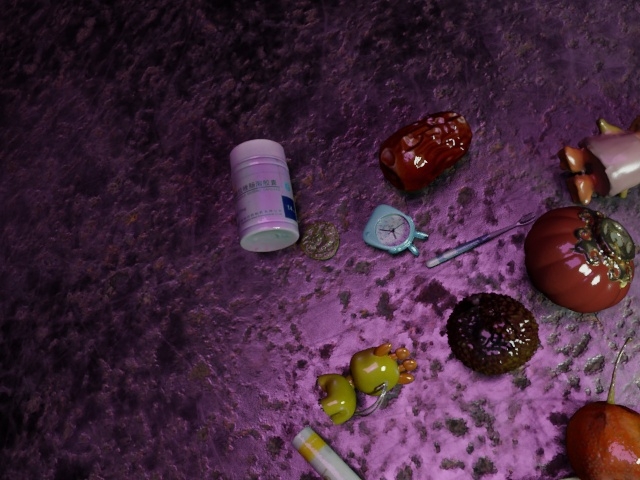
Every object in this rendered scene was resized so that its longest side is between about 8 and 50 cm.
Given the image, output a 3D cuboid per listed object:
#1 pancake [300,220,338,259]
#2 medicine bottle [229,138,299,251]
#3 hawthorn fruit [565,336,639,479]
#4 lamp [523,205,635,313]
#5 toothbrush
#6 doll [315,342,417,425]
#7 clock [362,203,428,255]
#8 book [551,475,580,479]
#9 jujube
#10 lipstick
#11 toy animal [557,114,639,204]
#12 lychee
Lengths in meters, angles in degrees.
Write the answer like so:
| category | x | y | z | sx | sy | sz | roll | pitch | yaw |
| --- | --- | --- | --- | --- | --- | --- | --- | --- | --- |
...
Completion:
| category | x | y | z | sx | sy | sz | roll | pitch | yaw |
| --- | --- | --- | --- | --- | --- | --- | --- | --- | --- |
| pancake | 0.000 | -0.001 | 1.367 | 0.108 | 0.017 | 0.107 | -4 | 69 | 11 |
| medicine bottle | -0.146 | -0.114 | 1.375 | 0.152 | 0.152 | 0.253 | -15 | 69 | 11 |
| hawthorn fruit | 0.552 | 0.325 | 1.024 | 0.165 | 0.165 | 0.285 | 0 | 70 | 16 |
| lamp | 0.523 | 0.040 | 1.107 | 0.227 | 0.227 | 0.226 | -5 | 70 | 14 |
| toothbrush | 0.373 | -0.002 | 1.256 | 0.276 | 0.025 | 0.019 | -25 | 67 | 6 |
| doll | 0.102 | 0.300 | 1.175 | 0.221 | 0.142 | 0.135 | -27 | 32 | 7 |
| clock | 0.182 | -0.017 | 1.306 | 0.147 | 0.045 | 0.108 | 25 | 81 | 21 |
| book | 0.475 | 0.570 | 0.993 | 0.170 | 0.018 | 0.241 | -3 | 69 | -14 |
| jujube | 0.255 | -0.218 | 1.303 | 0.230 | 0.155 | 0.155 | -29 | 66 | -6 |
| lipstick | 0.047 | 0.512 | 1.153 | 0.264 | 0.059 | 0.059 | 39 | 85 | 24 |
| toy animal | 0.679 | -0.194 | 1.161 | 0.281 | 0.169 | 0.195 | -25 | 109 | 1 |
| lychee | 0.355 | 0.193 | 1.112 | 0.188 | 0.188 | 0.187 | -5 | 70 | 14 |
